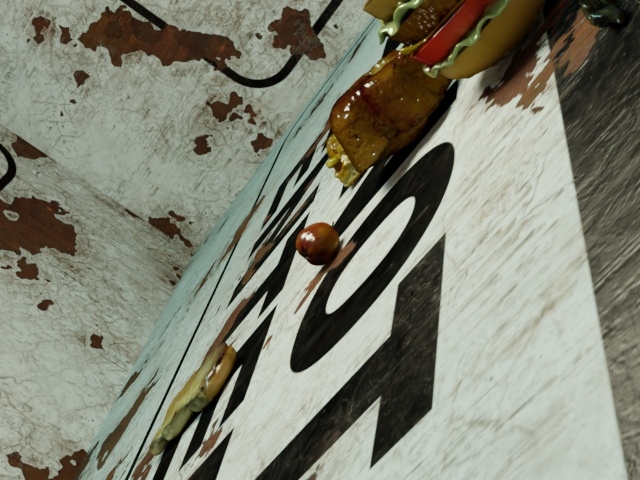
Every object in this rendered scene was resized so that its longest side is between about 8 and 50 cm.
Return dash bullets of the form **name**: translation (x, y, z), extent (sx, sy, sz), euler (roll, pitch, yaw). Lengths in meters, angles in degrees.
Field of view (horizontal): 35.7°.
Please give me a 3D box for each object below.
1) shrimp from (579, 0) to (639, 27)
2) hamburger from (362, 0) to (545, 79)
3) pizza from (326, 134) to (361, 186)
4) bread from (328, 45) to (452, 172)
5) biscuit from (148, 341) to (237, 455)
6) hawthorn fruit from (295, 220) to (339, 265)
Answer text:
- **shrimp**: translation (0.334, -0.298, 1.108), extent (0.145, 0.059, 0.254), euler (-49, 11, 48)
- **hamburger**: translation (0.212, -0.359, 1.444), extent (0.274, 0.212, 0.274), euler (-50, 9, 11)
- **pizza**: translation (0.102, -0.246, 2.011), extent (0.257, 0.087, 0.268), euler (-51, 8, 10)
- **bread**: translation (0.119, -0.228, 1.695), extent (0.232, 0.135, 0.246), euler (-40, 10, 11)
- **biscuit**: translation (-0.245, 0.302, 1.942), extent (0.299, 0.045, 0.154), euler (-48, 13, 42)
- **hawthorn fruit**: translation (-0.004, 0.005, 1.704), extent (0.077, 0.077, 0.077), euler (-53, 10, 13)
